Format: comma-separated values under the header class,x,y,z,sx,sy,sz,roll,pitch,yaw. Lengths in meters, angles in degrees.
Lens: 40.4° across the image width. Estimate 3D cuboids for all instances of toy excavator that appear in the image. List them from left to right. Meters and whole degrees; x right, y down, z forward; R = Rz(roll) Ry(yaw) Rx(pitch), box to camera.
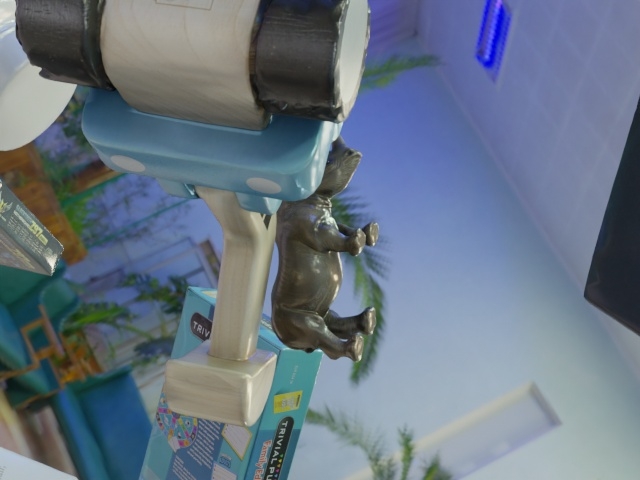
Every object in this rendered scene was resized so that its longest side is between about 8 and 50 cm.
class,x,y,z,sx,sy,sz,roll,pitch,yaw
toy excavator,-0.065,-0.083,0.743,0.445,0.222,0.433,72,29,-68

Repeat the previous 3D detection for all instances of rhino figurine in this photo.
class,x,y,z,sx,sy,sz,roll,pitch,yaw
rhino figurine,0.000,0.000,0.892,0.073,0.106,0.243,18,73,-66

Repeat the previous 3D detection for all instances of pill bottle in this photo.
class,x,y,z,sx,sy,sz,roll,pitch,yaw
pill bottle,-0.411,-0.234,0.933,0.283,0.161,0.161,38,-14,7

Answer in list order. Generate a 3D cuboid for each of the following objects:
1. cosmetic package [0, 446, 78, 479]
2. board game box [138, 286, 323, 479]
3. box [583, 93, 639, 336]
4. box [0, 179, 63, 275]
class,x,y,z,sx,sy,sz,roll,pitch,yaw
cosmetic package,-0.507,0.380,0.862,0.393,0.329,0.327,28,17,-18
board game box,-0.139,0.267,1.255,0.253,0.079,0.336,25,-78,49
box,0.454,0.019,0.623,0.293,0.395,0.212,-127,-132,-70
box,-0.527,-0.032,1.337,0.233,0.183,0.059,70,35,-62
